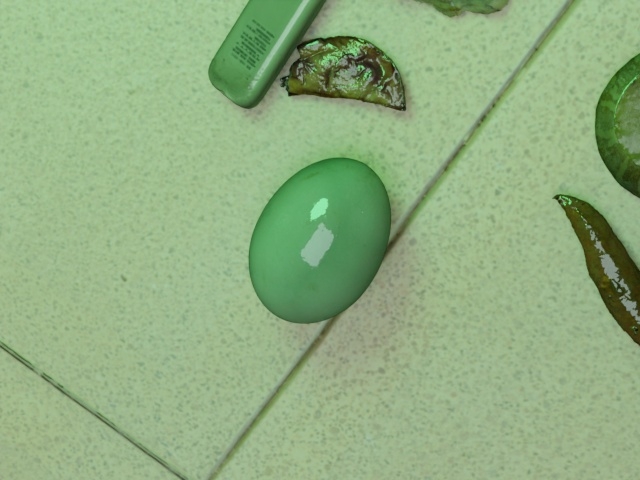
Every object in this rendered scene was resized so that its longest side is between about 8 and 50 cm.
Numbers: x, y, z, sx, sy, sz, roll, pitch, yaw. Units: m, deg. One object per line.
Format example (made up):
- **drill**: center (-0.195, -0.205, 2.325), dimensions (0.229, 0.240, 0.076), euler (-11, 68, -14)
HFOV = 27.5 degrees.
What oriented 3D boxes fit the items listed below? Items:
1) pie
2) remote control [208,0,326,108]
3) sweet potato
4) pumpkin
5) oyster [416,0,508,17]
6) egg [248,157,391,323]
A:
- **pie**: center (0.029, -0.217, 1.679), dimensions (0.170, 0.034, 0.092), euler (6, 104, 15)
- **remote control**: center (-0.044, -0.307, 1.661), dimensions (0.090, 0.038, 0.309), euler (39, 110, 15)
- **sweet potato**: center (0.390, 0.069, 1.672), dimensions (0.066, 0.072, 0.314), euler (-30, 101, 33)
- **pumpkin**: center (0.438, -0.134, 1.585), dimensions (0.217, 0.110, 0.217), euler (4, 105, 16)
- **oyster**: center (0.155, -0.340, 1.598), dimensions (0.209, 0.072, 0.133), euler (23, 113, 2)
- **egg**: center (0.000, 0.000, 1.681), dimensions (0.168, 0.168, 0.231), euler (29, 106, 2)
